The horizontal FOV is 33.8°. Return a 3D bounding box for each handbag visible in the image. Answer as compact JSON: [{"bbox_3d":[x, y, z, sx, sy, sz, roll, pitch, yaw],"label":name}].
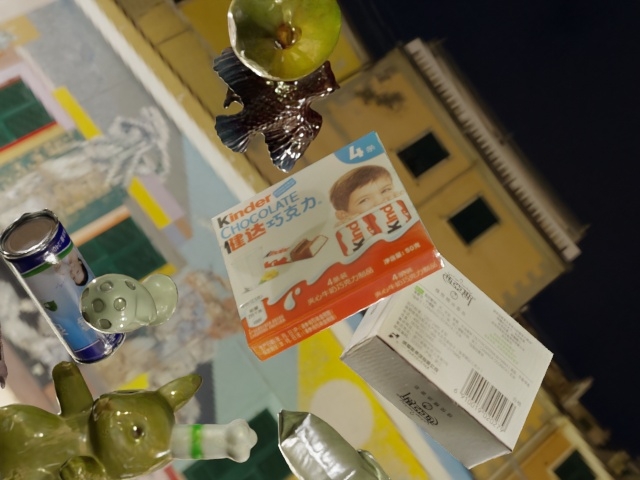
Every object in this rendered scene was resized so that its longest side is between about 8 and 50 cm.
[{"bbox_3d":[0.067,0.374,1.499,0.253,0.109,0.316,48,-8,-21],"label":"handbag"}]

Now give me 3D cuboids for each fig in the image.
[{"bbox_3d":[-0.045,-0.258,1.272,0.136,0.153,0.121,-44,-113,18],"label":"fig"}]

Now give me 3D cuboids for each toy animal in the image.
[{"bbox_3d":[-0.283,0.255,1.385,0.180,0.363,0.181,57,10,-50],"label":"toy animal"},{"bbox_3d":[-0.061,-0.204,1.591,0.179,0.116,0.218,-18,-62,27],"label":"toy animal"}]

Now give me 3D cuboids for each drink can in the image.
[{"bbox_3d":[-0.372,0.070,1.531,0.097,0.097,0.235,25,-32,41],"label":"drink can"}]

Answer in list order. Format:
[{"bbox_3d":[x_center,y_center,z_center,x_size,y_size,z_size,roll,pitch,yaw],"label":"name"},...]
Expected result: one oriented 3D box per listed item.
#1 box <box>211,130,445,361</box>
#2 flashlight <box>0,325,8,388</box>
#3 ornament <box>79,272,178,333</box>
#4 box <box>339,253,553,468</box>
[{"bbox_3d":[0.000,0.000,1.427,0.048,0.273,0.265,56,7,-42],"label":"box"},{"bbox_3d":[-0.458,0.155,1.469,0.052,0.031,0.110,-21,-104,53],"label":"flashlight"},{"bbox_3d":[-0.234,0.078,1.296,0.081,0.075,0.156,37,8,14],"label":"ornament"},{"bbox_3d":[0.185,0.167,1.512,0.260,0.194,0.111,40,-40,-6],"label":"box"}]
